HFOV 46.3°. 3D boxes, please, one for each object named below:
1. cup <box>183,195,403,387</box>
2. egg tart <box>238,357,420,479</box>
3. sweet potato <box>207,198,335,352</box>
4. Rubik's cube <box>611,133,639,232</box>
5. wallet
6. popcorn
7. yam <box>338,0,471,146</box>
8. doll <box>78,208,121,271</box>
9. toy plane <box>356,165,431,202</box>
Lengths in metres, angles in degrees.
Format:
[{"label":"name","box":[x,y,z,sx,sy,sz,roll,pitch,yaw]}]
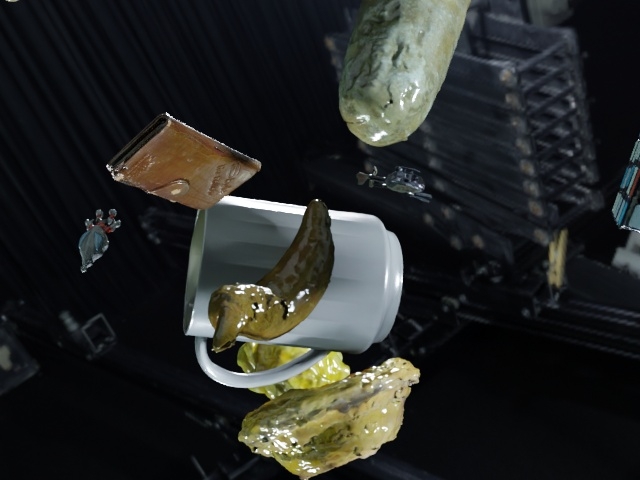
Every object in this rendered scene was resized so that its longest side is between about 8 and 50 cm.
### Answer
[{"label":"cup","box":[-0.057,0.098,1.249,0.327,0.322,0.237,9,-168,-15]},{"label":"egg tart","box":[0.029,0.329,1.347,0.352,0.352,0.150,-21,-106,1]},{"label":"sweet potato","box":[-0.059,0.068,1.035,0.098,0.124,0.310,12,-143,31]},{"label":"Rubik's cube","box":[0.464,-0.079,0.873,0.182,0.187,0.184,19,-167,15]},{"label":"wallet","box":[-0.143,-0.078,0.815,0.095,0.176,0.026,-37,-112,15]},{"label":"popcorn","box":[-0.062,0.278,1.689,0.215,0.286,0.252,-35,-169,-17]},{"label":"yam","box":[0.096,-0.246,0.846,0.133,0.133,0.330,0,-124,30]},{"label":"doll","box":[-0.360,-0.001,1.200,0.057,0.039,0.114,18,-121,-8]},{"label":"toy plane","box":[0.114,-0.090,1.152,0.121,0.049,0.031,14,-121,9]}]
